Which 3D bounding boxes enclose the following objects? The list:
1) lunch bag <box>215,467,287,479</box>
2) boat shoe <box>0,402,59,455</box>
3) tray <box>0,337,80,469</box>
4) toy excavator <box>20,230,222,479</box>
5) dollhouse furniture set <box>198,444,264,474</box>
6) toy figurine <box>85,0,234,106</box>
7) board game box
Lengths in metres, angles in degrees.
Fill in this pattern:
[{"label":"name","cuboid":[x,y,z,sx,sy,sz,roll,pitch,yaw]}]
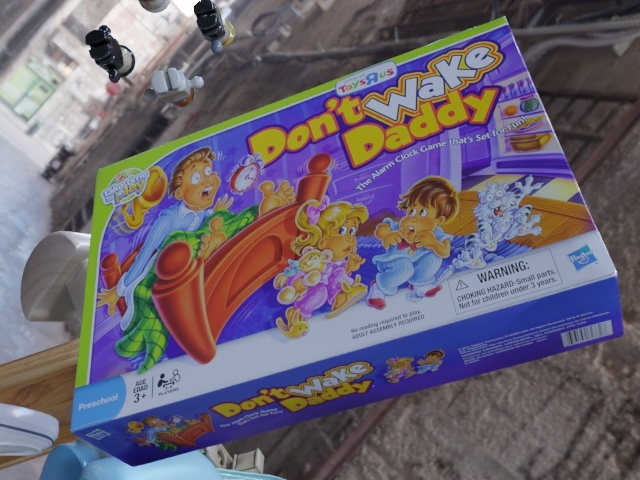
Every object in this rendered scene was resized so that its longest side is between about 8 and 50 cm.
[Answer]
[{"label":"lunch bag","cuboid":[-0.153,0.484,1.189,0.262,0.223,0.160,8,32,-23]},{"label":"boat shoe","cuboid":[-0.371,0.199,0.708,0.226,0.076,0.083,11,-34,-25]},{"label":"tray","cuboid":[-0.614,0.344,1.469,0.076,0.410,0.203,-106,177,-58]},{"label":"toy excavator","cuboid":[-0.231,0.258,0.843,0.432,0.445,0.222,26,9,35]},{"label":"dollhouse furniture set","cuboid":[-0.214,0.396,1.492,0.161,0.181,0.101,-90,158,-55]},{"label":"toy figurine","cuboid":[-0.277,-0.350,1.292,0.209,0.213,0.148,28,0,1]},{"label":"board game box","cuboid":[0.000,0.000,0.532,0.078,0.347,0.233,56,20,-50]}]
